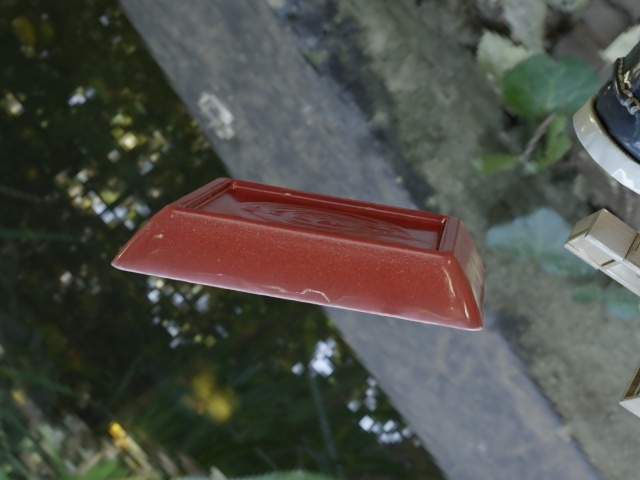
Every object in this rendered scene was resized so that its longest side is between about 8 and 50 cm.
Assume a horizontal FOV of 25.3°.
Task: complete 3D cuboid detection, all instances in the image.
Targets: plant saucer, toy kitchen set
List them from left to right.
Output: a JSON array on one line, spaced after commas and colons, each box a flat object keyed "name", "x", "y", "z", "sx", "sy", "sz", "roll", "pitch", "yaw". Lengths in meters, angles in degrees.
[{"name": "plant saucer", "x": 0.000, "y": 0.000, "z": 1.078, "sx": 0.258, "sy": 0.048, "sz": 0.259, "roll": 10, "pitch": -171, "yaw": 6}, {"name": "toy kitchen set", "x": 0.162, "y": 0.034, "z": 0.724, "sx": 0.083, "sy": 0.075, "sz": 0.068, "roll": 34, "pitch": 162, "yaw": -5}]

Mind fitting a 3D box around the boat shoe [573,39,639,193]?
[{"name": "boat shoe", "x": 0.233, "y": -0.034, "z": 0.656, "sx": 0.233, "sy": 0.084, "sz": 0.079, "roll": 21, "pitch": 119, "yaw": -19}]
